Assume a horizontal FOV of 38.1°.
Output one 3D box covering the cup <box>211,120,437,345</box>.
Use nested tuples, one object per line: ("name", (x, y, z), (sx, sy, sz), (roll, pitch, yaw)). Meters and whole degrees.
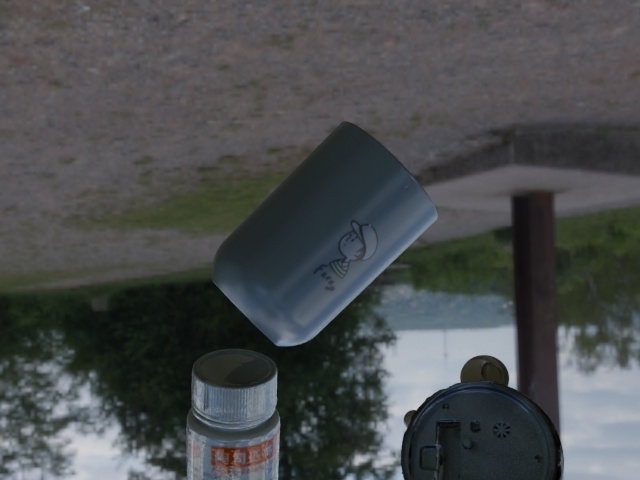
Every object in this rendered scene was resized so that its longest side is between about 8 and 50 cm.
("cup", (0.000, 0.000, 1.382), (0.312, 0.205, 0.205), (-45, 178, -5))

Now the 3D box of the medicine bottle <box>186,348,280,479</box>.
("medicine bottle", (-0.132, 0.300, 1.394), (0.144, 0.252, 0.144), (1, -162, 0))

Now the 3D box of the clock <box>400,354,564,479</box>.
("clock", (0.151, 0.212, 0.885), (0.155, 0.229, 0.063), (3, 150, 11))
